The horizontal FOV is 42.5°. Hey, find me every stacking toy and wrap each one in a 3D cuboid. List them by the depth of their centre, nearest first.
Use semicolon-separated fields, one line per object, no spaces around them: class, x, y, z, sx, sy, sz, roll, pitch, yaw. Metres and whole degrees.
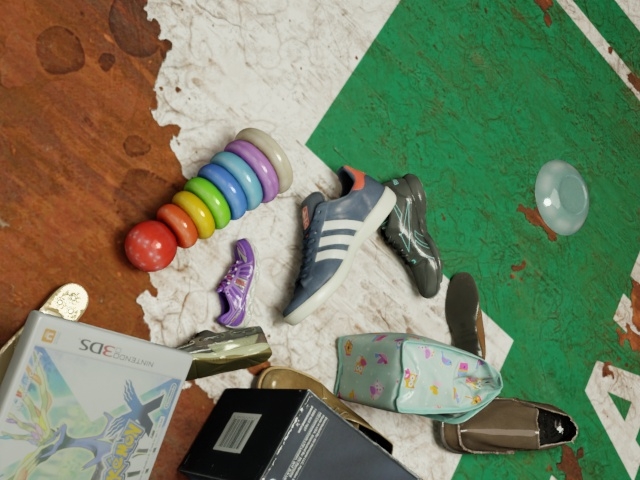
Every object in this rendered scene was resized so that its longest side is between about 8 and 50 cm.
stacking toy;-0.206;-0.061;1.465;0.330;0.141;0.141;-41;104;-27

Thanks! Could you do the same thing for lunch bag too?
lunch bag;0.193;0.265;1.608;0.262;0.223;0.160;10;83;-33

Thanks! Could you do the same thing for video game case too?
video game case;-0.368;0.298;1.264;0.300;0.036;0.329;25;83;-45

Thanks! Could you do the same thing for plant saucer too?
plant saucer;0.616;-0.111;2.049;0.195;0.037;0.195;5;80;-32

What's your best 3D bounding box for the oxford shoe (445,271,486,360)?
oxford shoe;0.325;0.176;1.811;0.076;0.076;0.212;14;70;-61

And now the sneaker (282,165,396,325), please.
sneaker;0.000;0.000;1.597;0.148;0.131;0.350;38;63;-7

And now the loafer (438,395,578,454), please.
loafer;0.416;0.394;1.785;0.366;0.130;0.134;4;80;-32

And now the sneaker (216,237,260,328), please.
sneaker;-0.155;0.076;1.511;0.071;0.068;0.170;12;77;-25

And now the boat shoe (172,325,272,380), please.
boat shoe;-0.199;0.196;1.462;0.223;0.080;0.073;-6;56;-21

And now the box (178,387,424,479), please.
box;-0.032;0.404;1.398;0.294;0.296;0.183;40;63;-21

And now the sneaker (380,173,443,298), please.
sneaker;0.181;-0.002;1.735;0.106;0.101;0.267;-14;87;-16

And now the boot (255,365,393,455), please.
boot;0.015;0.329;1.551;0.305;0.115;0.112;37;67;-21

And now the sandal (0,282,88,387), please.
sandal;-0.443;0.168;1.302;0.088;0.079;0.240;38;64;-22
